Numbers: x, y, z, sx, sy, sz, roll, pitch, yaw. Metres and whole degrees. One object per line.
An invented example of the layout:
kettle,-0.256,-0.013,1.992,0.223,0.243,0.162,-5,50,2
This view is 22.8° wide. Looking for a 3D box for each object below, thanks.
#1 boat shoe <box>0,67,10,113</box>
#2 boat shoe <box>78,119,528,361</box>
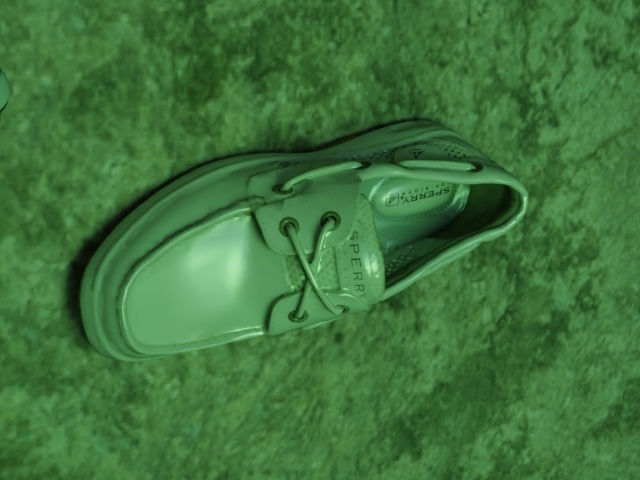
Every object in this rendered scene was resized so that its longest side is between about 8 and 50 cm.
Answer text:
boat shoe,-0.214,-0.008,0.744,0.183,0.065,0.083,-36,127,-17
boat shoe,0.000,0.000,0.888,0.277,0.096,0.098,-24,119,-30
